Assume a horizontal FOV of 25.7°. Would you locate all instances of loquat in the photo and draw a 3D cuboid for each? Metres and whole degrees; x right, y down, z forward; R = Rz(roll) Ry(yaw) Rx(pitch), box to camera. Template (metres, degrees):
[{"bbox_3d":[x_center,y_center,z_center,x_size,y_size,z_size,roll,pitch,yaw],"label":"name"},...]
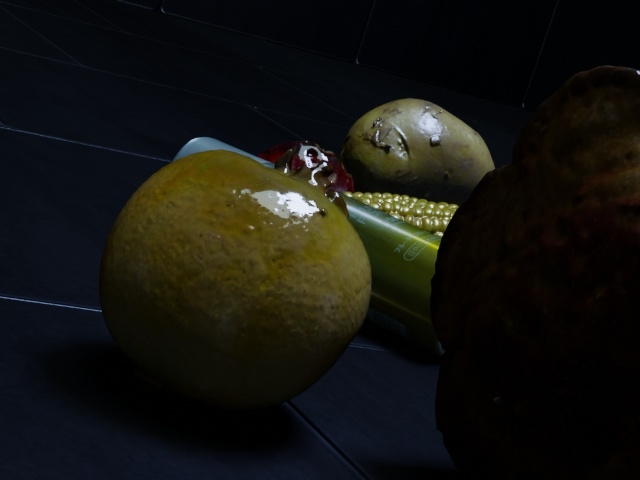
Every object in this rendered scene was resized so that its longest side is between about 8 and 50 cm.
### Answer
[{"bbox_3d":[-0.047,0.021,0.784,0.163,0.163,0.137,28,-15,41],"label":"loquat"}]

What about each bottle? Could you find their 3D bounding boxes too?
[{"bbox_3d":[0.000,0.000,1.091,0.286,0.082,0.082,25,14,33],"label":"bottle"}]

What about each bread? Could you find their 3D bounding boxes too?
[{"bbox_3d":[0.169,0.056,0.729,0.135,0.246,0.232,5,31,-42],"label":"bread"}]

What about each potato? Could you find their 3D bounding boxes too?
[{"bbox_3d":[0.106,-0.088,1.544,0.176,0.137,0.137,14,12,-25],"label":"potato"}]

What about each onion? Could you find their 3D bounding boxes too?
[{"bbox_3d":[-0.020,-0.038,1.232,0.107,0.097,0.107,12,-27,6],"label":"onion"}]

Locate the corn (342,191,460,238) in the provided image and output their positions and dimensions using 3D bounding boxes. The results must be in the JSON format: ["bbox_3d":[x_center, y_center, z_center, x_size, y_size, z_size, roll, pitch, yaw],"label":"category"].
[{"bbox_3d":[0.129,0.017,1.186,0.260,0.091,0.091,15,4,-9],"label":"corn"}]
